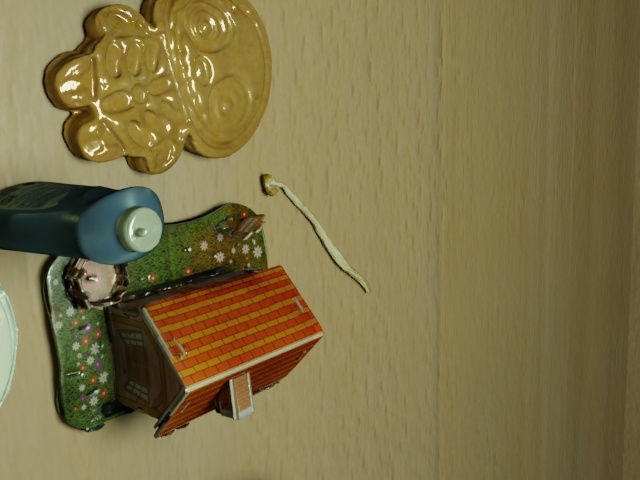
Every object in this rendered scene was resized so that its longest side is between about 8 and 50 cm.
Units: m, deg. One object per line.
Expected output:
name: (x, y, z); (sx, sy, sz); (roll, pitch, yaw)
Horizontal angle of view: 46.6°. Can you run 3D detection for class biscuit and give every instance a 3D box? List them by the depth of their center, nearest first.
biscuit: (-0.153, -0.176, 0.792); (0.289, 0.044, 0.202); (-31, 117, -46)

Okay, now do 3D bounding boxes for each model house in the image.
model house: (-0.114, 0.080, 0.779); (0.294, 0.154, 0.207); (-16, 108, -47)

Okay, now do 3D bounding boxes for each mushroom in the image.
mushroom: (0.004, -0.005, 1.014); (0.028, 0.026, 0.286); (-54, 135, -10)

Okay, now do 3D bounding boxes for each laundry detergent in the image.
laundry detergent: (-0.200, -0.016, 0.623); (0.097, 0.206, 0.061); (-14, 105, -47)

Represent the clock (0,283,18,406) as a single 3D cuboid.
clock: (-0.343, 0.099, 0.587); (0.236, 0.053, 0.236); (-9, 102, -50)
